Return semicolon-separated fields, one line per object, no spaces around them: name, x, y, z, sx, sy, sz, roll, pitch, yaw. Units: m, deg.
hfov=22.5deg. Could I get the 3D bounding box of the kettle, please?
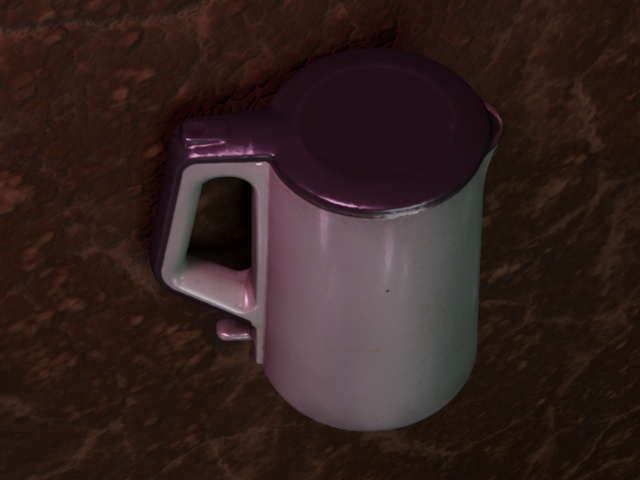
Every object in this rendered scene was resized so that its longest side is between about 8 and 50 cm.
kettle;0.000;0.000;1.702;0.361;0.250;0.376;0;142;0
